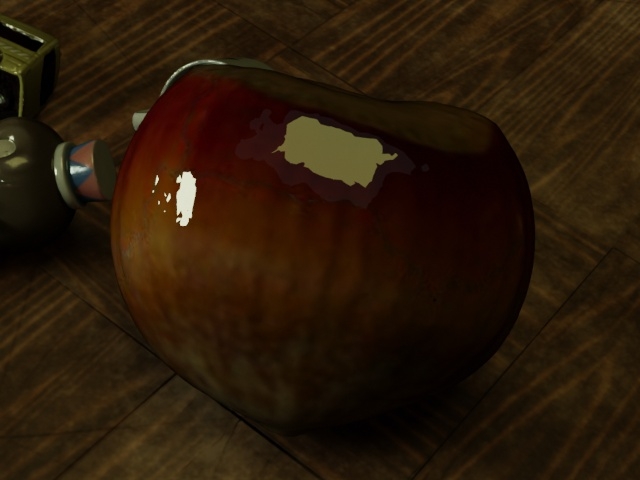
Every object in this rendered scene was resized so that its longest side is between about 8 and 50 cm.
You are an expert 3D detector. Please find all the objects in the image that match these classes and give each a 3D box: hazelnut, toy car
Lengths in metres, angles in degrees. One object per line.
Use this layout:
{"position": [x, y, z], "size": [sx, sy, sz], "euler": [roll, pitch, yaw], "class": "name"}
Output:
{"position": [0.000, 0.000, 1.207], "size": [0.409, 0.359, 0.359], "euler": [20, 47, 0], "class": "hazelnut"}
{"position": [-0.441, -0.229, 1.464], "size": [0.257, 0.101, 0.124], "euler": [24, 43, 8], "class": "toy car"}

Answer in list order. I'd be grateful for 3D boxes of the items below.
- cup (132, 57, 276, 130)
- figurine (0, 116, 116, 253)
{"position": [-0.113, -0.137, 1.437], "size": [0.134, 0.173, 0.142], "euler": [58, 25, 2], "class": "cup"}
{"position": [-0.353, -0.064, 1.288], "size": [0.276, 0.158, 0.161], "euler": [-1, 22, -13], "class": "figurine"}
